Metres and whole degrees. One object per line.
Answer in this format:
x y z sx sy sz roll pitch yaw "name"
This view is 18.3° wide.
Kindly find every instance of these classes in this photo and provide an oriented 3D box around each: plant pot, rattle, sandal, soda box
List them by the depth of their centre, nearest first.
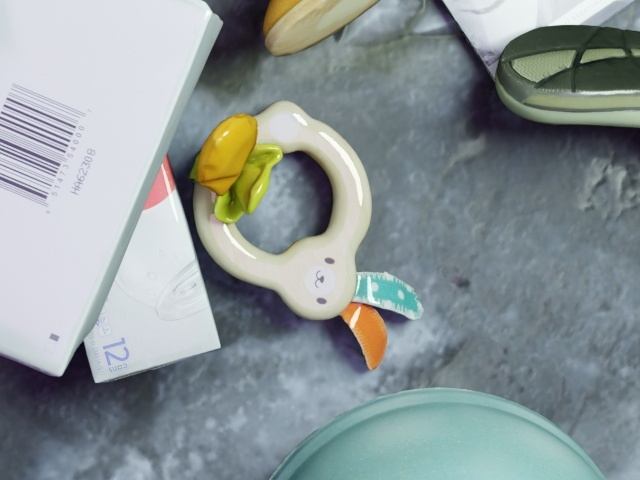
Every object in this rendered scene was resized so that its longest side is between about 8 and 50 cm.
0.094 0.261 1.353 0.293 0.196 0.293 0 95 -5 "plant pot"
-0.149 -0.054 1.356 0.091 0.098 0.286 -16 95 -4 "soda box"
0.000 0.000 1.357 0.130 0.143 0.200 -30 91 -21 "rattle"
0.268 -0.090 1.397 0.302 0.120 0.086 5 122 -4 "sandal"

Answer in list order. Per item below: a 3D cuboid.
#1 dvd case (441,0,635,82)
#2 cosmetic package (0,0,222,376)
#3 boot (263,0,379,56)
0.135 -0.242 1.406 0.164 0.018 0.221 -34 97 -2 "dvd case"
-0.164 -0.059 1.192 0.138 0.225 0.224 23 93 -2 "cosmetic package"
0.011 -0.286 1.343 0.295 0.104 0.211 -44 83 -7 "boot"
